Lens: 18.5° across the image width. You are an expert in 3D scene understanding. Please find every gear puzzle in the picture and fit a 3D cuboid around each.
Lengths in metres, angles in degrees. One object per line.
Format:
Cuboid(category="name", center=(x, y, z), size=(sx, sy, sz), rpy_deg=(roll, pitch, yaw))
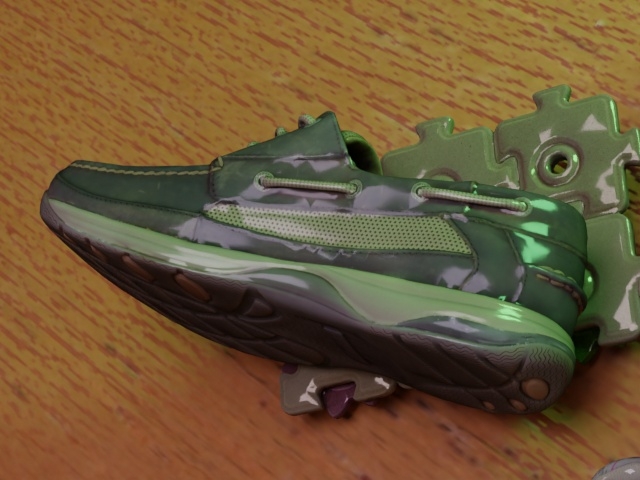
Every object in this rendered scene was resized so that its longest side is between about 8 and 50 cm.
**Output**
Cuboid(category="gear puzzle", center=(0.126, 0.000, 1.197), size=(0.339, 0.044, 0.175), rpy_deg=(-15, 65, 24))

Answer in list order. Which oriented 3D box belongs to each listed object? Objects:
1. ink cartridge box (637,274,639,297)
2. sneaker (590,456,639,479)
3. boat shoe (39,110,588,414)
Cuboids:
Cuboid(category="ink cartridge box", center=(0.285, 0.034, 0.962), size=(0.193, 0.234, 0.088), rpy_deg=(-3, 64, 28))
Cuboid(category="sneaker", center=(0.139, 0.220, 1.023), size=(0.103, 0.111, 0.252), rpy_deg=(6, 68, 33))
Cuboid(category="boat shoe", center=(0.000, 0.000, 1.178), size=(0.355, 0.132, 0.130), rpy_deg=(15, 70, 24))
